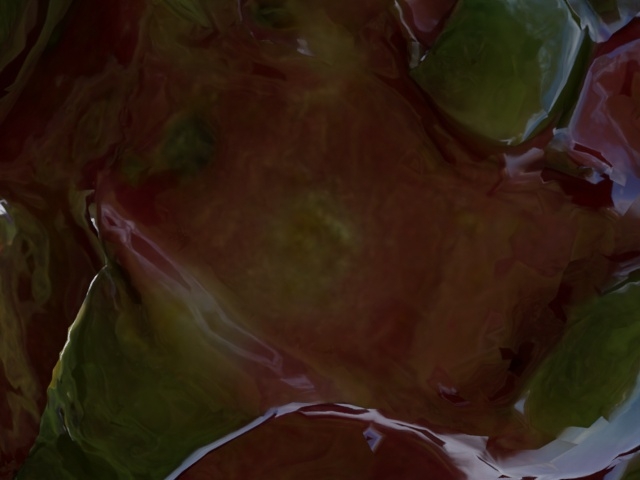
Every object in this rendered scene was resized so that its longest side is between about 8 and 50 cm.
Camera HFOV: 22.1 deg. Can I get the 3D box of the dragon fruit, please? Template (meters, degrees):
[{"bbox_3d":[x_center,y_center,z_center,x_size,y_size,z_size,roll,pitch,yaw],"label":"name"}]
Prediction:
[{"bbox_3d":[0.000,-0.010,0.464,0.303,0.231,0.237,130,-39,-52],"label":"dragon fruit"}]
